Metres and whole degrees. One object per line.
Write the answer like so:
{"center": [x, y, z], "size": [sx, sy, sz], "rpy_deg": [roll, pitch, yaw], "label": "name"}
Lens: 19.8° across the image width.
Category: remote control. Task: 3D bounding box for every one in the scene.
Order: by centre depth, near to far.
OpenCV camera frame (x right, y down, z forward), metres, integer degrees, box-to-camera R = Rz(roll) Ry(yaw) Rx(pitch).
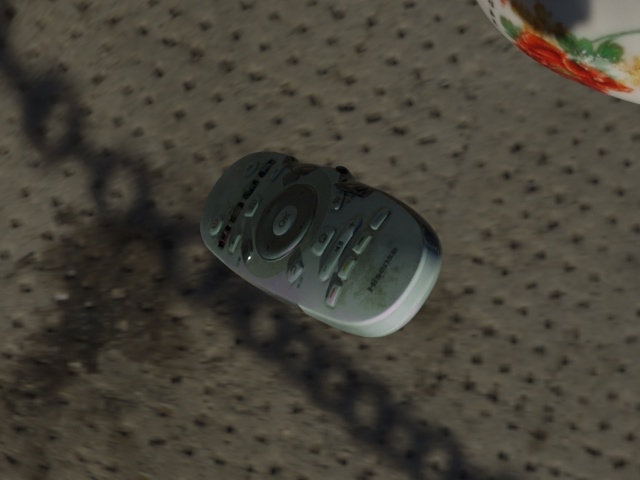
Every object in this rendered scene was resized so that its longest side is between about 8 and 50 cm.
{"center": [-0.002, -0.001, 1.200], "size": [0.045, 0.256, 0.097], "rpy_deg": [35, 87, -38], "label": "remote control"}

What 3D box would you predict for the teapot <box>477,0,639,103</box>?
{"center": [0.107, -0.097, 0.546], "size": [0.145, 0.226, 0.092], "rpy_deg": [-34, 140, -41], "label": "teapot"}
